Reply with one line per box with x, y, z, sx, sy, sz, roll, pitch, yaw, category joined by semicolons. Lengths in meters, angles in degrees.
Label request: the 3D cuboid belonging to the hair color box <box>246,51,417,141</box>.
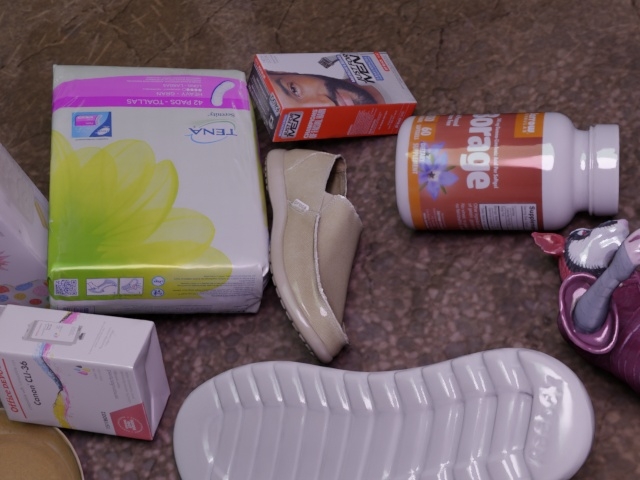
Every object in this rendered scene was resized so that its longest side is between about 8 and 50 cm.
0.013;-0.164;1.108;0.167;0.053;0.093;-8;52;-25;hair color box

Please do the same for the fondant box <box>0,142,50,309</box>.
-0.454;0.021;1.062;0.331;0.238;0.096;-13;55;7;fondant box

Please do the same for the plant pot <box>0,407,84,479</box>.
-0.341;0.285;0.993;0.236;0.032;0.236;-7;59;11;plant pot

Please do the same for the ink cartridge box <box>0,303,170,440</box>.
-0.262;0.131;0.993;0.198;0.115;0.067;6;42;11;ink cartridge box

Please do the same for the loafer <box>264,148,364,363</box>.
0.000;0.000;1.028;0.092;0.102;0.268;-17;55;9;loafer

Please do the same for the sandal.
0.049;0.193;0.899;0.416;0.102;0.169;-8;75;29;sandal

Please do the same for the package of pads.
-0.175;-0.058;1.074;0.229;0.101;0.296;0;56;-12;package of pads

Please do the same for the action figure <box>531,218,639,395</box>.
0.321;0.105;0.864;0.248;0.275;0.370;-6;30;-31;action figure

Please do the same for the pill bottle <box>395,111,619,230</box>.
0.192;-0.070;1.005;0.216;0.121;0.121;0;60;16;pill bottle
